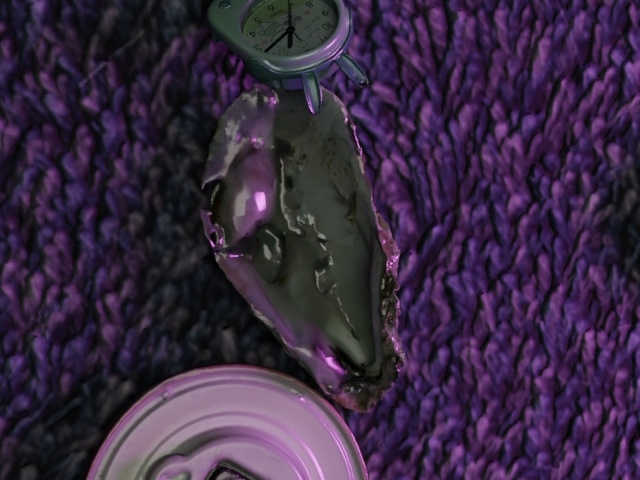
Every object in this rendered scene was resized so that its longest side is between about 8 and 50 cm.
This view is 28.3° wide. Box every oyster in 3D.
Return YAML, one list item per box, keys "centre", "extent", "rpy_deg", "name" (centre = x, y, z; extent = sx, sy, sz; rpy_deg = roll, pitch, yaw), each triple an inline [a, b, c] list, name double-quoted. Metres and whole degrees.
- centre: [0.000, 0.000, 1.032]
  extent: [0.252, 0.087, 0.199]
  rpy_deg: [38, 91, -5]
  name: "oyster"

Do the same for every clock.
- centre: [-0.022, -0.160, 1.010]
  extent: [0.101, 0.041, 0.135]
  rpy_deg: [-29, 57, -14]
  name: "clock"
- centre: [-0.075, 0.221, 1.032]
  extent: [0.244, 0.056, 0.244]
  rpy_deg: [0, 90, -15]
  name: "clock"
